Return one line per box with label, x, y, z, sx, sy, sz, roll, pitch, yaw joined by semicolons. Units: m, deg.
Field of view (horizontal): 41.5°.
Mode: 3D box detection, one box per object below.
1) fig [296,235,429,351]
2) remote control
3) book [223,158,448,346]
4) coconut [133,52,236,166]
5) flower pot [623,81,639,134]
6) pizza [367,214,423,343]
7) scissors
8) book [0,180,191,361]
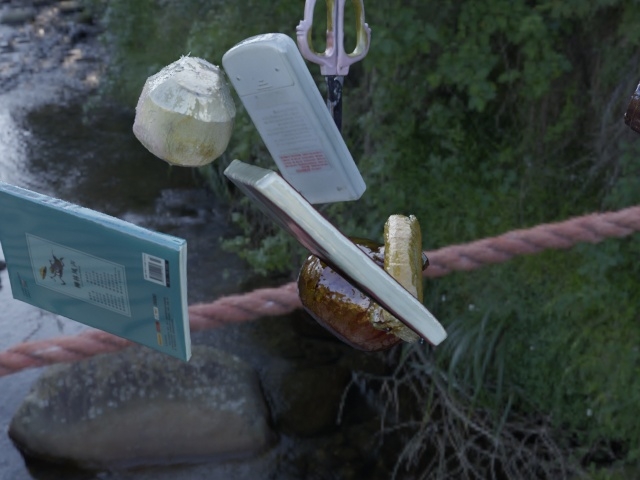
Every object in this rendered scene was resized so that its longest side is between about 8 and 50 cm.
fig;0.075;0.093;1.543;0.235;0.235;0.214;8;71;18
remote control;-0.027;-0.118;0.852;0.088;0.190;0.029;-4;36;41
book;0.000;0.000;0.645;0.022;0.162;0.232;-48;13;-3
coconut;-0.239;-0.215;1.497;0.194;0.194;0.194;-1;27;0
flower pot;0.397;-0.145;0.953;0.089;0.111;0.111;27;36;22
pizza;0.088;0.067;1.019;0.069;0.194;0.154;-1;54;0
scissors;0.021;-0.263;1.340;0.160;0.317;0.024;-11;18;-42
book;-0.393;0.054;1.446;0.379;0.264;0.031;18;39;16
